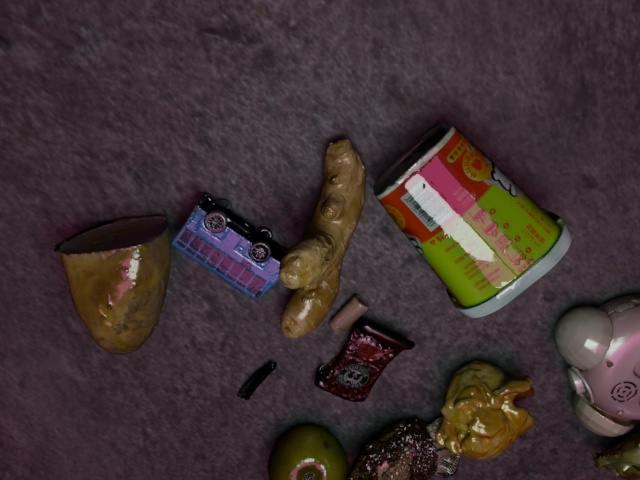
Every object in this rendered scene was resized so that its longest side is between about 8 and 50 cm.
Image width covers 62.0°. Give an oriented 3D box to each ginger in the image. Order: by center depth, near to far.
[{"bbox_3d":[0.015,0.013,1.107,0.122,0.348,0.363,20,152,18],"label":"ginger"}]

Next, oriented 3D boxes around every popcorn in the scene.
[{"bbox_3d":[0.380,0.388,1.248,0.253,0.190,0.192,-21,128,-17],"label":"popcorn"}]

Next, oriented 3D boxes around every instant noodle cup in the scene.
[{"bbox_3d":[0.278,-0.055,1.058,0.294,0.294,0.308,-42,100,12],"label":"instant noodle cup"}]

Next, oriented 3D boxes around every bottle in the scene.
[{"bbox_3d":[0.064,0.172,1.234,0.045,0.045,0.096,41,105,-15],"label":"bottle"}]

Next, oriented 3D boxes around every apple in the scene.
[{"bbox_3d":[-0.030,0.548,1.292,0.196,0.157,0.197,0,85,-2],"label":"apple"}]

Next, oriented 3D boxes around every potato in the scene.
[{"bbox_3d":[-0.407,0.104,1.102,0.229,0.229,0.266,-2,113,-1],"label":"potato"}]

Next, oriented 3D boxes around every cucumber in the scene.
[{"bbox_3d":[-0.156,0.340,1.293,0.034,0.033,0.135,43,104,18],"label":"cucumber"}]

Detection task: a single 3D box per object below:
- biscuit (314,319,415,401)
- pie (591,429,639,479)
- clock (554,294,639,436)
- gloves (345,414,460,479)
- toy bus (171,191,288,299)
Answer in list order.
[{"bbox_3d":[0.098,0.288,1.266,0.151,0.063,0.235,29,112,-11],"label":"biscuit"},{"bbox_3d":[0.830,0.491,1.277,0.354,0.103,0.288,-25,153,7],"label":"pie"},{"bbox_3d":[0.734,0.281,1.240,0.325,0.184,0.343,-19,105,9],"label":"clock"},{"bbox_3d":[0.201,0.537,1.321,0.312,0.135,0.211,-1,133,-24],"label":"gloves"},{"bbox_3d":[-0.184,0.017,1.131,0.233,0.116,0.134,36,103,-13],"label":"toy bus"}]
